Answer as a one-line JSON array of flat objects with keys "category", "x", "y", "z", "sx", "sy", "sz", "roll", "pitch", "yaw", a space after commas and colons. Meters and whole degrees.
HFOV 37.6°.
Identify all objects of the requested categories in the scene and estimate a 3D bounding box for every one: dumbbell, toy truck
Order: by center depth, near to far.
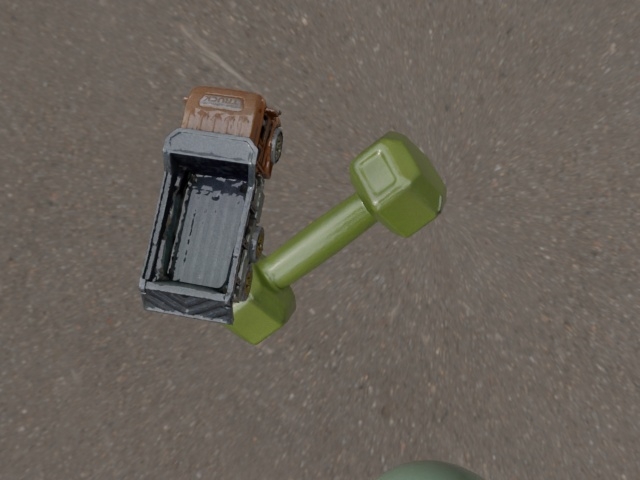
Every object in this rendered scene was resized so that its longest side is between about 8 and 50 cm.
[{"category": "toy truck", "x": -0.087, "y": -0.030, "z": 0.767, "sx": 0.083, "sy": 0.092, "sz": 0.192, "roll": 9, "pitch": 77, "yaw": 8}, {"category": "dumbbell", "x": 0.000, "y": 0.000, "z": 1.080, "sx": 0.302, "sy": 0.108, "sz": 0.121, "roll": -37, "pitch": 66, "yaw": 17}]

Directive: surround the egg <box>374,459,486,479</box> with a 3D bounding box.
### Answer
[{"category": "egg", "x": 0.123, "y": 0.321, "z": 1.003, "sx": 0.168, "sy": 0.231, "sz": 0.168, "roll": -1, "pitch": 94, "yaw": -20}]
